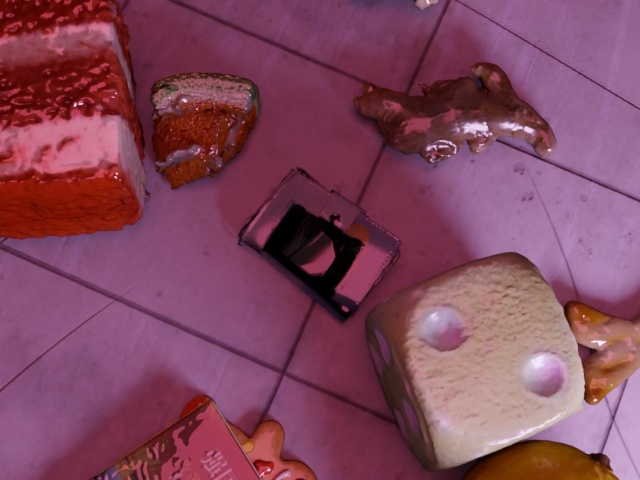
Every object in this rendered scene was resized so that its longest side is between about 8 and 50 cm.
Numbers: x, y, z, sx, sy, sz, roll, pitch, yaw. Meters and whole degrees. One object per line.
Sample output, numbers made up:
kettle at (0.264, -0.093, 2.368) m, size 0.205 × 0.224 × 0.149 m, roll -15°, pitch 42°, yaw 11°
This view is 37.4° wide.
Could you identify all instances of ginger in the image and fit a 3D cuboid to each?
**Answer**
ginger at (0.221, -0.209, 1.546) m, size 0.332 × 0.080 × 0.166 m, roll -4°, pitch 88°, yaw -1°

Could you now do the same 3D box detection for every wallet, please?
wallet at (0.000, 0.000, 1.489) m, size 0.231 × 0.069 × 0.170 m, roll 37°, pitch 82°, yaw 8°

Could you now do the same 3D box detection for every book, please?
book at (-0.244, 0.443, 1.367) m, size 0.373 × 0.028 × 0.263 m, roll -34°, pitch 80°, yaw -4°

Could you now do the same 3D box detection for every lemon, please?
lemon at (0.298, 0.423, 1.290) m, size 0.296 × 0.297 × 0.297 m, roll 1°, pitch 76°, yaw -3°

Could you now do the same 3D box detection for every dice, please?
dice at (0.219, 0.172, 1.361) m, size 0.254 × 0.252 × 0.250 m, roll -22°, pitch 79°, yaw -7°

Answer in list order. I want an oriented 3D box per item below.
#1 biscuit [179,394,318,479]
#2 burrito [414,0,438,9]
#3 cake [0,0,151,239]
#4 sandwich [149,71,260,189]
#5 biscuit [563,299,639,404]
biscuit at (-0.115, 0.339, 1.413) m, size 0.250 × 0.036 × 0.166 m, roll 27°, pitch 77°, yaw 4°
burrito at (0.159, -0.557, 1.622) m, size 0.175 × 0.107 × 0.348 m, roll 21°, pitch 77°, yaw -12°
cake at (-0.407, -0.182, 1.407) m, size 0.269 × 0.269 × 0.320 m, roll -9°, pitch 75°, yaw -5°
sandwich at (-0.180, -0.179, 1.503) m, size 0.184 × 0.109 × 0.160 m, roll -9°, pitch 75°, yaw -5°
biscuit at (0.495, 0.164, 1.483) m, size 0.207 × 0.047 × 0.164 m, roll -7°, pitch 75°, yaw -5°
